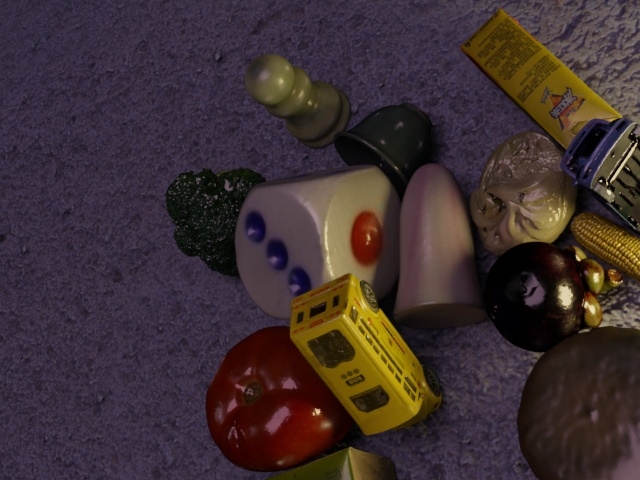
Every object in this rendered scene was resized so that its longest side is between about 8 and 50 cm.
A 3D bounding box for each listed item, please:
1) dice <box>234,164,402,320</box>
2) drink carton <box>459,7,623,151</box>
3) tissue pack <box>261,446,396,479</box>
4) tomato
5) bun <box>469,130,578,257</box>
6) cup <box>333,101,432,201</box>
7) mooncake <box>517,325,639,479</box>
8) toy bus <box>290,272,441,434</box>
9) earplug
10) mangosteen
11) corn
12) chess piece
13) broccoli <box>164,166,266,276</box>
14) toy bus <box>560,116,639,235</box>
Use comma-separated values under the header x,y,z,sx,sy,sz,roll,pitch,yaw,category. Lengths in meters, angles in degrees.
x,y,z,sx,sy,sz,roll,pitch,yaw,category
0.000,0.000,1.885,0.251,0.243,0.259,-2,99,45,dice
0.416,-0.262,1.778,0.111,0.154,0.351,-45,53,13,drink carton
-0.002,0.518,1.783,0.274,0.167,0.200,-26,60,25,tissue pack
-0.067,0.307,1.869,0.298,0.226,0.299,-23,53,34,tomato
0.353,-0.082,1.757,0.210,0.116,0.237,15,98,52,bun
0.147,-0.194,1.950,0.199,0.199,0.150,31,74,39,cup
0.467,0.282,1.540,0.290,0.161,0.290,-15,64,32,mooncake
0.084,0.224,1.725,0.144,0.330,0.152,-26,27,21,toy bus
0.212,-0.001,1.817,0.172,0.172,0.301,-15,66,31,earplug
0.394,0.088,1.664,0.230,0.194,0.194,-12,63,0,mangosteen
0.509,0.016,1.667,0.206,0.067,0.067,41,98,36,corn
-0.062,-0.304,2.071,0.144,0.251,0.144,-12,67,31,chess piece
-0.211,-0.070,2.127,0.254,0.269,0.269,-38,55,12,broccoli
0.486,-0.107,1.585,0.133,0.292,0.125,38,97,41,toy bus
